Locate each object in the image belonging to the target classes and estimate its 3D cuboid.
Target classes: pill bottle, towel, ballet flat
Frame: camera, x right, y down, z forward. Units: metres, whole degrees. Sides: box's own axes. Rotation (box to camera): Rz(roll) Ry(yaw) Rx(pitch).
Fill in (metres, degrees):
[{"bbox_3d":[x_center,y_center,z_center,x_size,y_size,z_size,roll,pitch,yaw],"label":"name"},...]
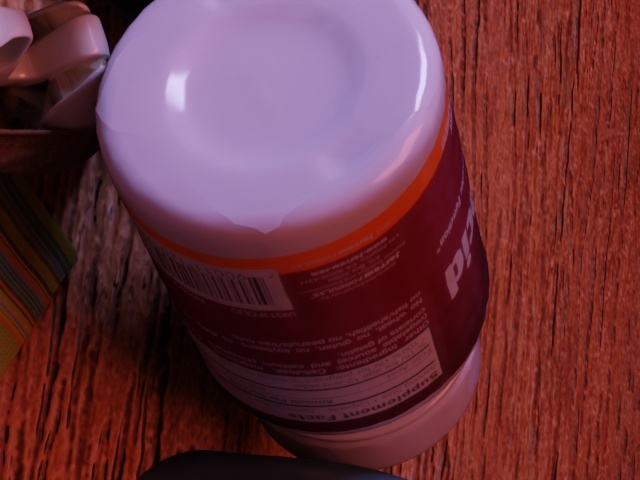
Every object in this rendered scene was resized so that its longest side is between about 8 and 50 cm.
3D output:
[{"bbox_3d":[0.000,0.000,1.330,0.392,0.224,0.224,71,29,-58],"label":"pill bottle"},{"bbox_3d":[-0.236,0.060,1.245,0.102,0.021,0.237,55,43,-33],"label":"towel"},{"bbox_3d":[-0.214,-0.110,1.208,0.342,0.124,0.116,0,66,-55],"label":"ballet flat"}]

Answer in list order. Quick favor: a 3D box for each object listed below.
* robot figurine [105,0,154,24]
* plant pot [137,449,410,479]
[{"bbox_3d":[-0.066,-0.230,1.414,0.278,0.173,0.209,-6,92,-55],"label":"robot figurine"},{"bbox_3d":[0.009,0.294,1.367,0.293,0.235,0.293,13,74,-54],"label":"plant pot"}]
